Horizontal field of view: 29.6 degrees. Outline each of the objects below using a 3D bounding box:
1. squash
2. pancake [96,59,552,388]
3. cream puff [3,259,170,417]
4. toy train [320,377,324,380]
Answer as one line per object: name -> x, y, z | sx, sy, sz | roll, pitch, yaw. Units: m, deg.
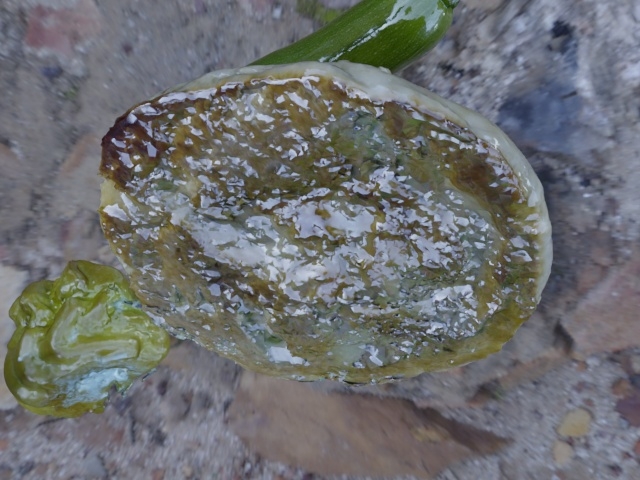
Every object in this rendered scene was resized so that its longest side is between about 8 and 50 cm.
squash -> 0.013, -0.143, 0.973 | 0.258, 0.069, 0.069 | -25, 93, 26
pancake -> -0.001, 0.001, 0.916 | 0.356, 0.065, 0.356 | 8, 133, 8
cream puff -> -0.325, 0.122, 1.581 | 0.221, 0.195, 0.195 | -37, 93, 19
toy train -> 0.003, 0.131, 1.601 | 0.044, 0.064, 0.103 | -25, 87, 27
